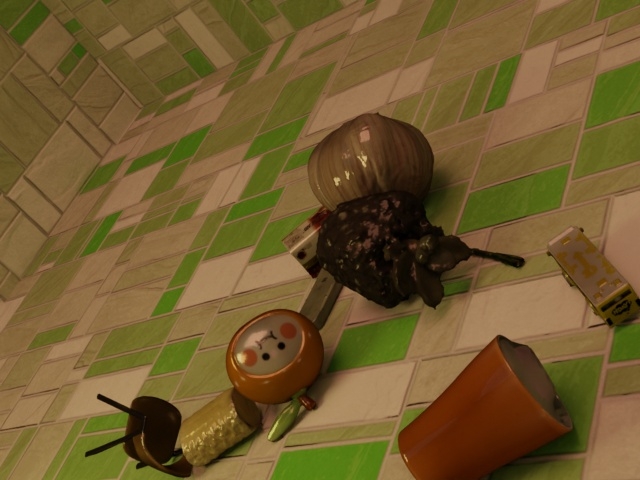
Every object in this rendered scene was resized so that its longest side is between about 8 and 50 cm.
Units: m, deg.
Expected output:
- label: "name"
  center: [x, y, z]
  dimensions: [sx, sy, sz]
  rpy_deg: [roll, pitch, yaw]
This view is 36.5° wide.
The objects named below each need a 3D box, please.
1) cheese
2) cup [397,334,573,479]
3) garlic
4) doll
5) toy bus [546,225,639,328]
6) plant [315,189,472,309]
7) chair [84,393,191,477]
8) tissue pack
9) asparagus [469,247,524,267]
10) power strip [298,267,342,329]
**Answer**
- label: "cheese"
  center: [-0.215, 0.396, 2.067]
  dimensions: [0.167, 0.094, 0.123]
  rpy_deg: [-37, 37, 18]
- label: "cup"
  center: [0.264, 0.282, 1.557]
  dimensions: [0.264, 0.182, 0.226]
  rpy_deg: [-41, -7, 16]
- label: "garlic"
  center: [0.120, -0.157, 2.250]
  dimensions: [0.317, 0.260, 0.317]
  rpy_deg: [-19, 2, 1]
- label: "doll"
  center: [-0.077, 0.267, 2.007]
  dimensions: [0.213, 0.236, 0.213]
  rpy_deg: [-30, -16, -9]
- label: "toy bus"
  center: [0.470, 0.063, 1.680]
  dimensions: [0.081, 0.074, 0.226]
  rpy_deg: [-37, 28, 10]
- label: "plant"
  center: [0.154, 0.020, 2.004]
  dimensions: [0.215, 0.213, 0.312]
  rpy_deg: [-48, 26, -17]
- label: "chair"
  center: [-0.376, 0.433, 2.135]
  dimensions: [0.246, 0.158, 0.173]
  rpy_deg: [-12, 61, 41]
- label: "tissue pack"
  center: [0.000, 0.000, 2.349]
  dimensions: [0.148, 0.106, 0.099]
  rpy_deg: [-41, 28, 2]
- label: "asparagus"
  center: [0.332, 0.025, 1.975]
  dimensions: [0.233, 0.022, 0.023]
  rpy_deg: [18, 107, 57]
- label: "power strip"
  center: [0.006, 0.125, 2.243]
  dimensions: [0.080, 0.029, 0.227]
  rpy_deg: [-14, 38, 45]
